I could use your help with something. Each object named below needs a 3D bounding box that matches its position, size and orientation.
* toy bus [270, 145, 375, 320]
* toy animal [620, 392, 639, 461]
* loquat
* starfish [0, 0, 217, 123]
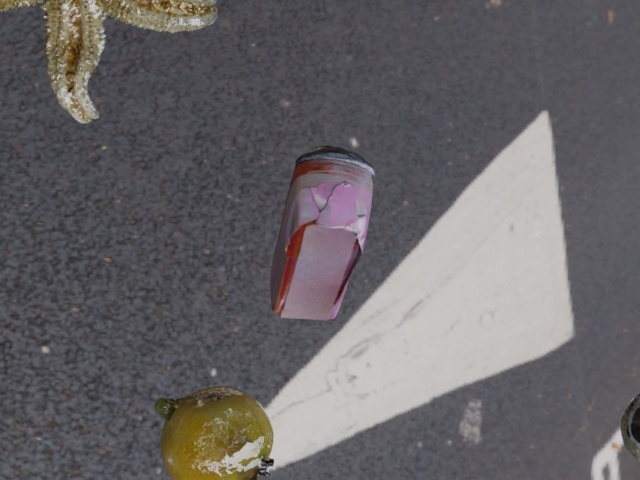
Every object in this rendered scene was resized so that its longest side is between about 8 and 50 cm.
[{"bbox_3d":[0.000,0.000,1.384,0.128,0.302,0.147,8,55,-6],"label":"toy bus"},{"bbox_3d":[0.440,0.221,1.142,0.137,0.098,0.098,-54,128,-32],"label":"toy animal"},{"bbox_3d":[-0.165,0.300,1.358,0.205,0.149,0.172,36,83,3],"label":"loquat"},{"bbox_3d":[-0.275,-0.282,0.944,0.113,0.304,0.311,-69,145,-66],"label":"starfish"}]
